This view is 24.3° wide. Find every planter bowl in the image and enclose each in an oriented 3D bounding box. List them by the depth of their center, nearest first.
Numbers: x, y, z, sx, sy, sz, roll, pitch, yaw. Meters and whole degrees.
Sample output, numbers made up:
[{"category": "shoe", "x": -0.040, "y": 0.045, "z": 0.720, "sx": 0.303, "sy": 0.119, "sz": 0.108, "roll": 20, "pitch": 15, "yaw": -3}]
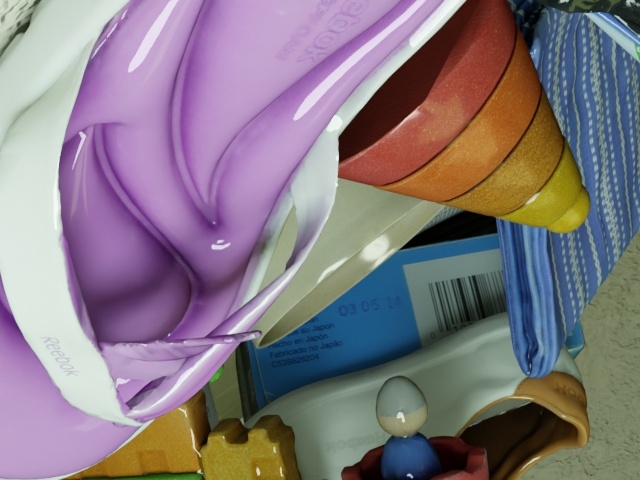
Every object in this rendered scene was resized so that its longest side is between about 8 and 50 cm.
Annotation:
[{"category": "planter bowl", "x": -0.008, "y": -0.025, "z": 0.911, "sx": 0.162, "sy": 0.109, "sz": 0.162, "roll": -38, "pitch": 172, "yaw": -6}]

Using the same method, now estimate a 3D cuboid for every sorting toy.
[{"category": "sorting toy", "x": 0.000, "y": 0.000, "z": 0.762, "sx": 0.365, "sy": 0.126, "sz": 0.127, "roll": -31, "pitch": -151, "yaw": 45}]

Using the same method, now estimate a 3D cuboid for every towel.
[{"category": "towel", "x": 0.195, "y": -0.088, "z": 1.003, "sx": 0.040, "sy": 0.243, "sz": 0.336, "roll": 6, "pitch": -149, "yaw": 29}]

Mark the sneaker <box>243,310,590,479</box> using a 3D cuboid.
[{"category": "sneaker", "x": 0.042, "y": 0.152, "z": 0.986, "sx": 0.290, "sy": 0.106, "sz": 0.123, "roll": -29, "pitch": -144, "yaw": 7}]

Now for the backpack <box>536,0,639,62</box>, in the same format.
[{"category": "backpack", "x": 0.244, "y": -0.164, "z": 0.706, "sx": 0.276, "sy": 0.263, "sz": 0.213, "roll": -42, "pitch": -176, "yaw": 26}]

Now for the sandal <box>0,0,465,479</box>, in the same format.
[{"category": "sandal", "x": -0.059, "y": -0.008, "z": 0.562, "sx": 0.169, "sy": 0.102, "sz": 0.416, "roll": 5, "pitch": 136, "yaw": -32}]

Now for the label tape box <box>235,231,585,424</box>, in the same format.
[{"category": "label tape box", "x": 0.054, "y": 0.110, "z": 1.200, "sx": 0.241, "sy": 0.106, "sz": 0.333, "roll": -10, "pitch": 160, "yaw": -7}]

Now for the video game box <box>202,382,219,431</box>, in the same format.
[{"category": "video game box", "x": -0.155, "y": 0.161, "z": 1.068, "sx": 0.048, "sy": 0.187, "sz": 0.205, "roll": 27, "pitch": 116, "yaw": -35}]

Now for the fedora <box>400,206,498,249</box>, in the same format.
[{"category": "fedora", "x": 0.110, "y": -0.056, "z": 1.193, "sx": 0.275, "sy": 0.124, "sz": 0.244, "roll": -20, "pitch": 164, "yaw": -15}]

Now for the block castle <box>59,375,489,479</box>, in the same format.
[{"category": "block castle", "x": -0.137, "y": 0.215, "z": 0.824, "sx": 0.453, "sy": 0.213, "sz": 0.303, "roll": -7, "pitch": -170, "yaw": 18}]
